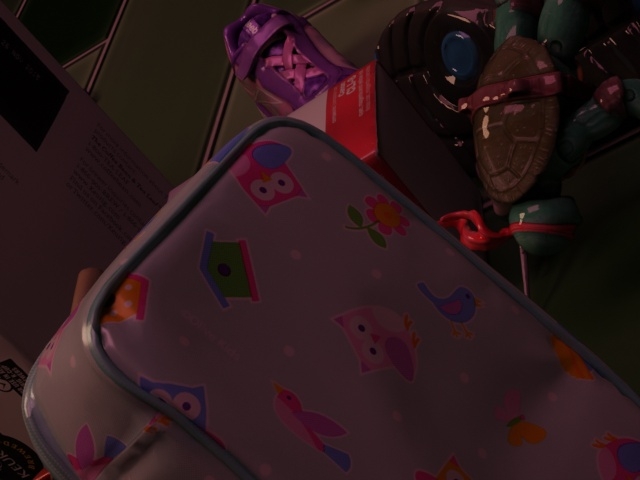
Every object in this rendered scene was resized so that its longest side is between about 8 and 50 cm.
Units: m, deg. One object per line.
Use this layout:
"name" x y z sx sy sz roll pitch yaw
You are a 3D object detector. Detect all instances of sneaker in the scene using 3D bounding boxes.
"sneaker" 0.175 -0.130 1.211 0.139 0.125 0.341 -25 9 -40
"sneaker" -0.018 -0.126 1.440 0.095 0.104 0.236 -40 27 -1

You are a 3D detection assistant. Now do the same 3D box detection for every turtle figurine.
"turtle figurine" 0.138 -0.075 1.050 0.175 0.118 0.234 -10 77 44

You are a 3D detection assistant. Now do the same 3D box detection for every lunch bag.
"lunch bag" 0.021 0.088 0.856 0.108 0.279 0.224 -44 6 44

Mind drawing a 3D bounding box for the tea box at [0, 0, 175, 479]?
"tea box" -0.302 0.021 1.334 0.323 0.329 0.220 -22 32 37

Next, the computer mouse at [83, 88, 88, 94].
"computer mouse" -0.370 -0.074 1.871 0.272 0.072 0.188 -51 29 -21

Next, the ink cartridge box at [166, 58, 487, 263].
"ink cartridge box" 0.000 0.000 1.188 0.176 0.128 0.127 -31 27 19

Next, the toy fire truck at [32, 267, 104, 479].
"toy fire truck" -0.085 0.163 0.912 0.158 0.246 0.217 -40 26 2
